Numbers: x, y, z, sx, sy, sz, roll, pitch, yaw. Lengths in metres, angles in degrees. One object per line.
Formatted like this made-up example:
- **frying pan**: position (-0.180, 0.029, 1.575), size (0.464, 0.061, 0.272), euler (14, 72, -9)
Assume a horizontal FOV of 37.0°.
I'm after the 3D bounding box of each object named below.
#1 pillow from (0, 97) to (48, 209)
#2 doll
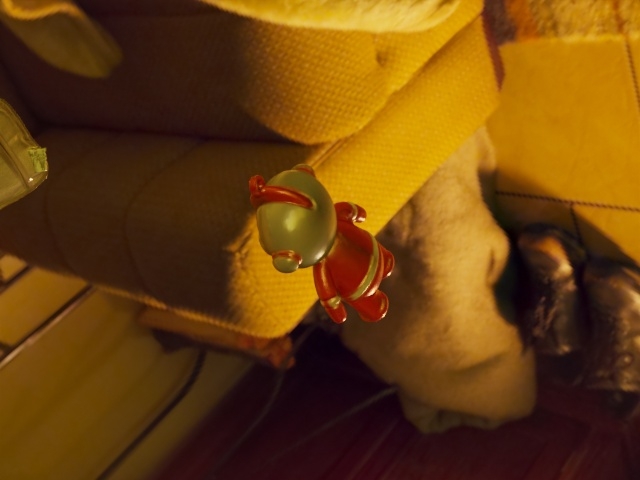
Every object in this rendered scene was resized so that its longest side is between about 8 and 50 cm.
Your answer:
- **pillow**: position (-0.429, -0.059, 1.107), size (0.038, 0.232, 0.131), euler (31, 157, 49)
- **doll**: position (0.000, 0.000, 1.012), size (0.076, 0.142, 0.245), euler (-14, 145, 36)
